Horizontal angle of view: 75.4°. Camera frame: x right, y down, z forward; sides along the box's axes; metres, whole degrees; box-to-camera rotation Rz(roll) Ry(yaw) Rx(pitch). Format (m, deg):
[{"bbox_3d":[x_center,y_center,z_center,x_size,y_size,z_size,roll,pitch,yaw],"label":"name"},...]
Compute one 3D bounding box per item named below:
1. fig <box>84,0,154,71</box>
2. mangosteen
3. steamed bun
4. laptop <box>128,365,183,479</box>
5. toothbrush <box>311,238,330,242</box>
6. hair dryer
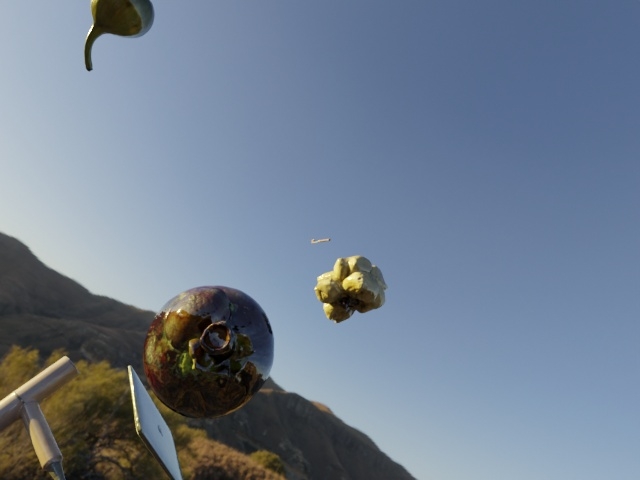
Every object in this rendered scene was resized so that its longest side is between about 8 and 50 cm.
[{"bbox_3d":[-0.527,-0.536,1.034,0.149,0.245,0.149,45,5,-5],"label":"fig"},{"bbox_3d":[-0.184,0.188,0.701,0.231,0.231,0.289,35,-15,-8],"label":"mangosteen"},{"bbox_3d":[0.079,0.132,1.081,0.178,0.106,0.192,-22,-51,10],"label":"steamed bun"},{"bbox_3d":[-0.355,0.416,0.902,0.187,0.015,0.269,45,-29,50],"label":"laptop"},{"bbox_3d":[0.000,0.000,0.871,0.097,0.006,0.008,-6,-83,67],"label":"toothbrush"},{"bbox_3d":[-0.516,0.351,0.794,0.220,0.195,0.053,28,-44,21],"label":"hair dryer"}]
